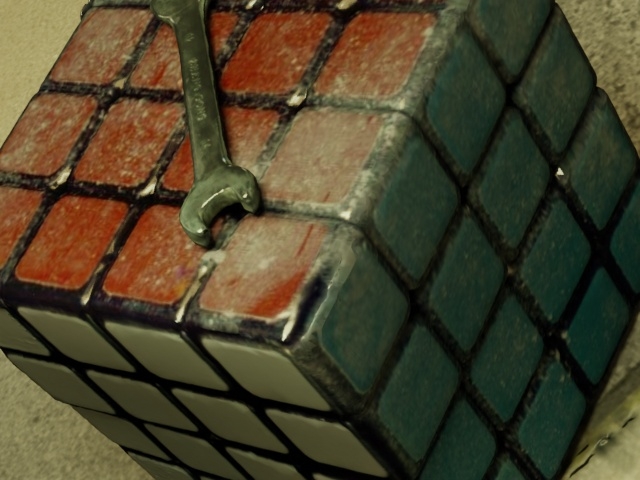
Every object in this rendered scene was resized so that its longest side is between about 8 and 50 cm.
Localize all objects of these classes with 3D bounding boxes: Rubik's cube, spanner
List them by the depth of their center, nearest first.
[{"bbox_3d":[-0.076,-0.094,1.036,0.054,0.015,0.254,-27,43,15],"label":"spanner"},{"bbox_3d":[0.000,0.000,1.162,0.344,0.337,0.344,10,62,39],"label":"Rubik's cube"}]
